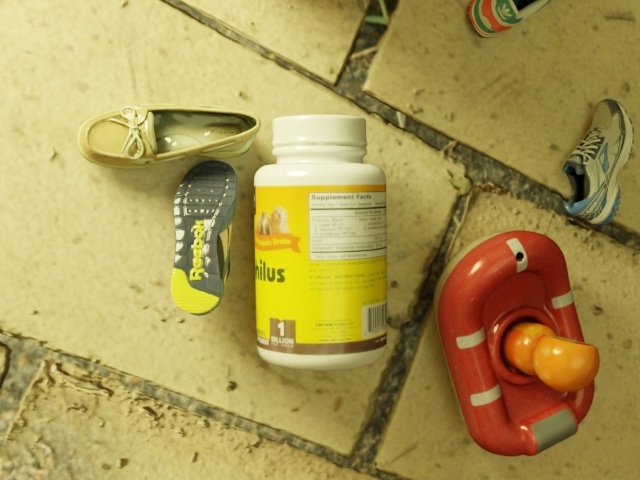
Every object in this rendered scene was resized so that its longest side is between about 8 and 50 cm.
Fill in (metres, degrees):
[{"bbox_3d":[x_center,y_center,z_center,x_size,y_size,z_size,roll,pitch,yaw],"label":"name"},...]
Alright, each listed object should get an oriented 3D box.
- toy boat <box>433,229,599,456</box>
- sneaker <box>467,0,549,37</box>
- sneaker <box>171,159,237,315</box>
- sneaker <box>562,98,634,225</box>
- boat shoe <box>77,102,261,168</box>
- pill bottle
[{"bbox_3d":[0.209,0.104,0.804,0.151,0.151,0.231,-21,101,-20],"label":"toy boat"},{"bbox_3d":[0.225,-0.262,0.830,0.161,0.075,0.057,-39,106,-15],"label":"sneaker"},{"bbox_3d":[-0.103,-0.001,0.733,0.053,0.059,0.144,6,72,3],"label":"sneaker"},{"bbox_3d":[0.291,-0.086,0.881,0.058,0.052,0.135,7,90,-18],"label":"sneaker"},{"bbox_3d":[-0.128,-0.093,0.708,0.153,0.048,0.056,-2,81,-17],"label":"boat shoe"},{"bbox_3d":[0.000,0.000,0.734,0.117,0.117,0.214,-2,93,-21],"label":"pill bottle"}]
